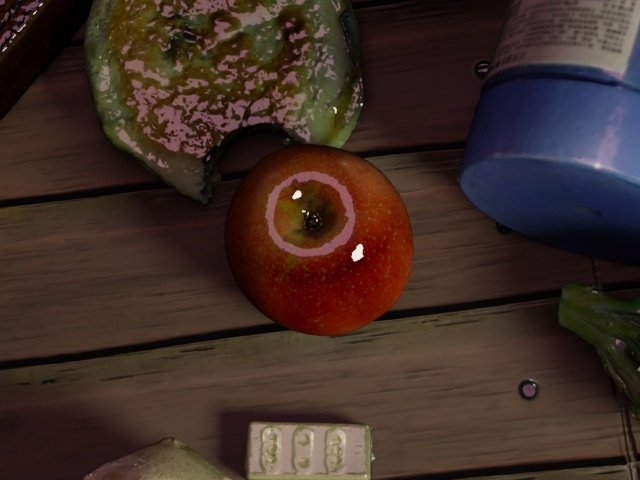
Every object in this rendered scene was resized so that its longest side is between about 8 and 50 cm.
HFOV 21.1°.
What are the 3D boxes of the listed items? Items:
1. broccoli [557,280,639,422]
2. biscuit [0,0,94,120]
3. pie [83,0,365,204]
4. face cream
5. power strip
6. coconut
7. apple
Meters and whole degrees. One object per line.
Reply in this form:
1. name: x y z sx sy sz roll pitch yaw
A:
1. broccoli: 0.307 0.082 1.562 0.194 0.194 0.220 45 44 17
2. biscuit: -0.292 -0.245 1.759 0.070 0.106 0.252 35 80 14
3. pie: -0.098 -0.189 1.729 0.303 0.067 0.302 -1 78 4
4. face cream: 0.272 -0.124 1.579 0.249 0.249 0.225 15 76 11
5. power strip: -0.010 0.201 1.627 0.123 0.032 0.056 0 74 6
6. coconut: -0.148 0.262 1.561 0.161 0.161 0.162 1 71 7
7. apple: 0.000 0.000 1.619 0.181 0.168 0.181 0 75 1
